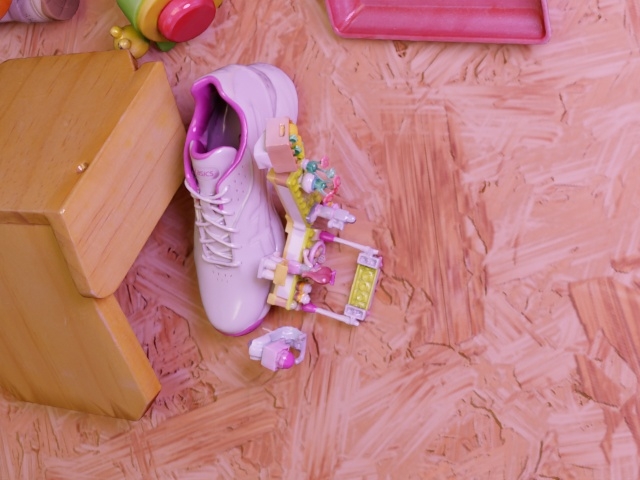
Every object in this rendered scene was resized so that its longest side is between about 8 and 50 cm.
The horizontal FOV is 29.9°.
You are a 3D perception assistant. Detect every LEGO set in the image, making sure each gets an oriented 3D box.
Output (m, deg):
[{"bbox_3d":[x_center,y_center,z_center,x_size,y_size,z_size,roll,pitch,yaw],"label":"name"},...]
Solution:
[{"bbox_3d":[0.000,0.000,1.251,0.107,0.132,0.287,18,121,22],"label":"LEGO set"}]

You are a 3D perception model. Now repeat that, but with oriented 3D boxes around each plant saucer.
[{"bbox_3d":[0.099,-0.321,1.170,0.258,0.048,0.259,9,129,35],"label":"plant saucer"}]

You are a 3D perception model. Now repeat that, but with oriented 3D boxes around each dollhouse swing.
[{"bbox_3d":[-0.298,-0.006,1.438,0.347,0.305,0.315,2,52,37],"label":"dollhouse swing"}]

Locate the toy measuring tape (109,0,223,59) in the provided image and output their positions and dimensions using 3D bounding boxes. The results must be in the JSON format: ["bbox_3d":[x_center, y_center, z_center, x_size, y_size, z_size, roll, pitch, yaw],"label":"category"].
[{"bbox_3d":[-0.131,-0.323,1.331,0.330,0.121,0.121,-44,71,22],"label":"toy measuring tape"}]

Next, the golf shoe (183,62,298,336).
[{"bbox_3d":[-0.106,-0.044,1.307,0.115,0.140,0.306,6,95,28],"label":"golf shoe"}]

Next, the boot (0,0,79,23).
[{"bbox_3d":[-0.401,-0.392,1.497,0.204,0.095,0.261,-4,91,31],"label":"boot"}]

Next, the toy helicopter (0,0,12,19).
[{"bbox_3d":[-0.518,-0.389,1.425,0.355,0.140,0.234,6,77,20],"label":"toy helicopter"}]
